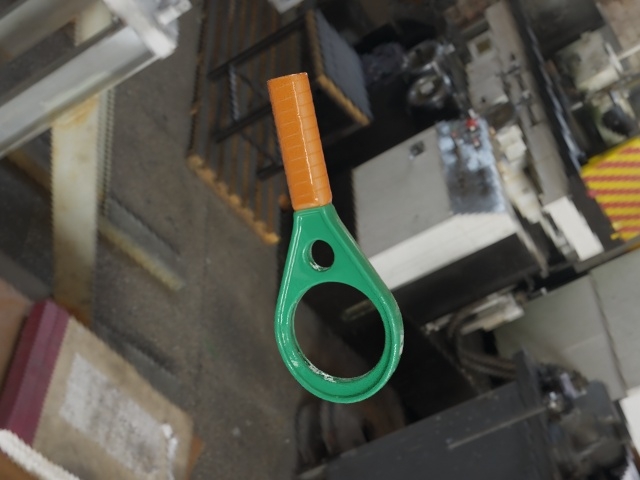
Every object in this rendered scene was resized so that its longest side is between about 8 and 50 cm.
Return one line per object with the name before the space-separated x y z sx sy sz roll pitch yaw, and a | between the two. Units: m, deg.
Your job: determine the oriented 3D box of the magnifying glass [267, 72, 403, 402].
magnifying glass | 0.000 0.000 0.713 0.026 0.092 0.230 -27 107 -64
